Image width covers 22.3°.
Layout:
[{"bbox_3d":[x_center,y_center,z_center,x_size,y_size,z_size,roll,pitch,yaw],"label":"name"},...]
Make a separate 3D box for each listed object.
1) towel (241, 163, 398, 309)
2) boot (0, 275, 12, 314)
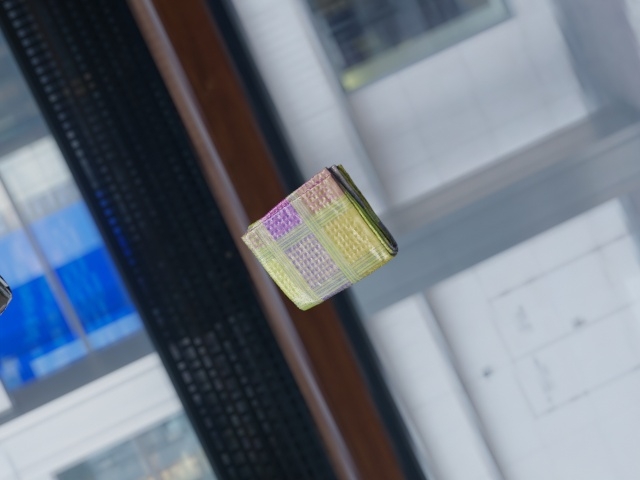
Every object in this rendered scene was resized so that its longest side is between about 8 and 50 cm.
[{"bbox_3d":[0.000,0.000,0.873,0.060,0.083,0.009,52,-139,-3],"label":"towel"},{"bbox_3d":[-0.281,-0.001,0.659,0.305,0.115,0.112,20,-179,-11],"label":"boot"}]
